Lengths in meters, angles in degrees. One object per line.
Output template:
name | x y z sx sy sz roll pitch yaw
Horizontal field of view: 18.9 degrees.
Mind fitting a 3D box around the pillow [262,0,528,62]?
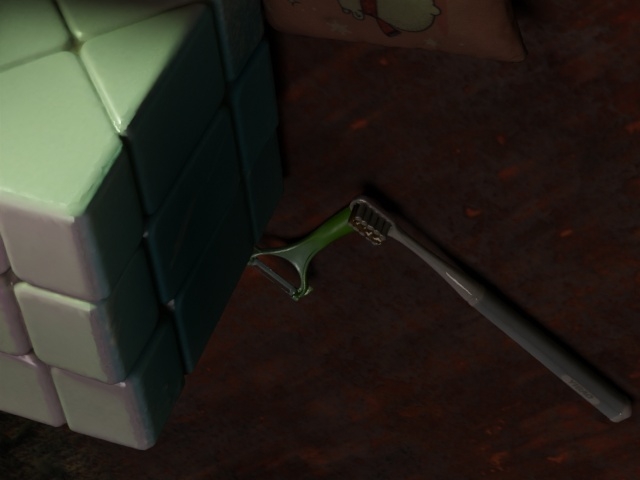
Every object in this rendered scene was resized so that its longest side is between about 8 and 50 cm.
pillow | 0.041 -0.230 1.436 0.223 0.084 0.236 9 142 19

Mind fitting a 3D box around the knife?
knife | 0.000 -0.002 1.770 0.078 0.022 0.166 34 135 -22

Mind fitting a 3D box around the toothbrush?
toothbrush | 0.158 0.065 1.747 0.342 0.030 0.025 36 138 -19

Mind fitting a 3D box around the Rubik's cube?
Rubik's cube | -0.238 -0.068 1.579 0.319 0.321 0.316 14 142 17

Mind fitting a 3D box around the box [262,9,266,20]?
box | -0.089 -0.193 1.610 0.083 0.012 0.046 -13 127 39
